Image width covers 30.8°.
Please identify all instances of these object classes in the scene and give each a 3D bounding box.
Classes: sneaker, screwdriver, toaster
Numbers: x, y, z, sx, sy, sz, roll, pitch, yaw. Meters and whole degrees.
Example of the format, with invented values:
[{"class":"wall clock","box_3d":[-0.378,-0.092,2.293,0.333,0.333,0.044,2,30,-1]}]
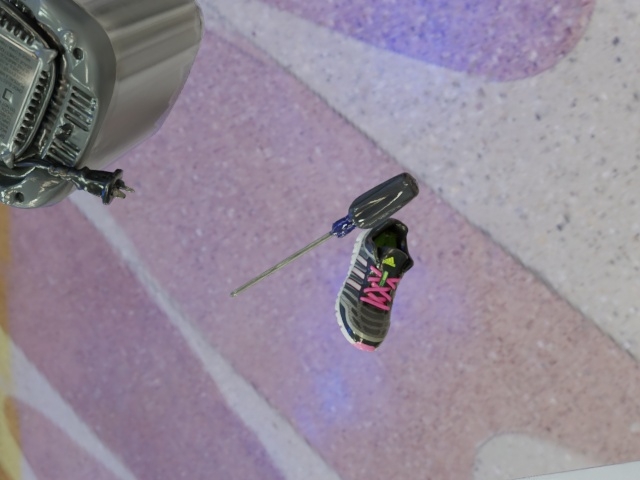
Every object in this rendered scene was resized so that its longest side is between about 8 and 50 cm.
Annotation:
[{"class":"sneaker","box_3d":[0.064,0.041,1.286,0.063,0.170,0.075,24,141,-13]},{"class":"screwdriver","box_3d":[0.000,0.000,0.811,0.170,0.025,0.024,-32,90,31]},{"class":"toaster","box_3d":[-0.164,-0.115,0.639,0.227,0.146,0.129,32,119,7]}]

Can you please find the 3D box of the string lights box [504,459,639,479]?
[{"class":"string lights box","box_3d":[0.134,0.184,0.402,0.077,0.133,0.259,-12,145,18]}]
